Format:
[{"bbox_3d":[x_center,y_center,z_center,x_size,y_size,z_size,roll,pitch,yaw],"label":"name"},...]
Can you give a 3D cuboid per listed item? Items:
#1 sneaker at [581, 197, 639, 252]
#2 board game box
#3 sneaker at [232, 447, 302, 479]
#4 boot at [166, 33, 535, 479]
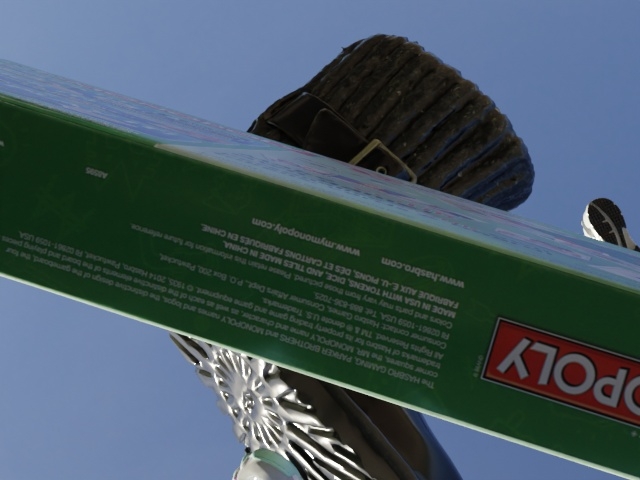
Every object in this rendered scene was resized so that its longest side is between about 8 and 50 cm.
[{"bbox_3d":[0.268,0.015,1.283,0.040,0.109,0.044,-18,169,-9],"label":"sneaker"},{"bbox_3d":[0.000,0.000,0.439,0.317,0.046,0.213,17,-175,9],"label":"board game box"},{"bbox_3d":[-0.041,0.152,0.691,0.038,0.098,0.069,24,-139,11],"label":"sneaker"},{"bbox_3d":[0.052,0.037,0.937,0.260,0.348,0.131,-30,168,-27],"label":"boot"}]
